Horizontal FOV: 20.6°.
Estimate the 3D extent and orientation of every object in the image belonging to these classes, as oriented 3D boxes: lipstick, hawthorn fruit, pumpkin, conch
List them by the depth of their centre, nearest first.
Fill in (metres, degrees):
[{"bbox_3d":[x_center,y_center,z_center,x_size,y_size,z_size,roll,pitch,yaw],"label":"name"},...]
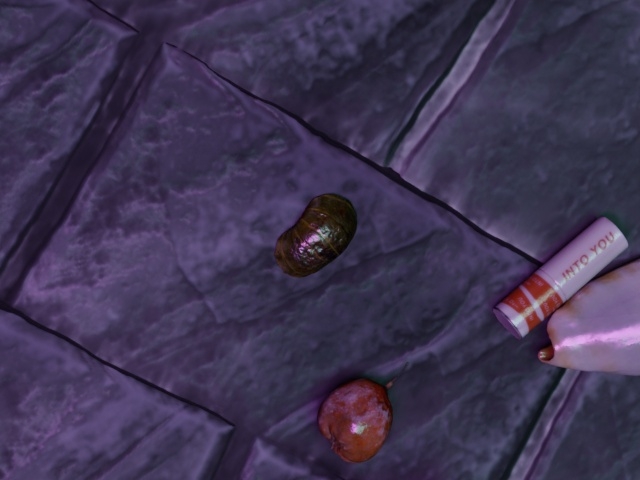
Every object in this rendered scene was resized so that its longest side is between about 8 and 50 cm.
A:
[{"bbox_3d":[0.000,0.000,1.506,0.050,0.028,0.083,42,91,-24],"label":"pumpkin"},{"bbox_3d":[0.045,0.144,1.535,0.103,0.067,0.067,-42,111,-11],"label":"hawthorn fruit"},{"bbox_3d":[0.215,0.033,1.581,0.131,0.038,0.038,-40,111,-7],"label":"lipstick"},{"bbox_3d":[0.286,0.075,1.606,0.176,0.094,0.104,-4,119,9],"label":"conch"}]
